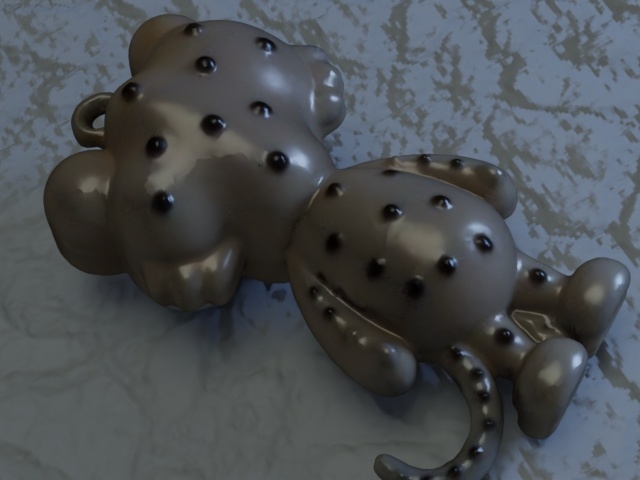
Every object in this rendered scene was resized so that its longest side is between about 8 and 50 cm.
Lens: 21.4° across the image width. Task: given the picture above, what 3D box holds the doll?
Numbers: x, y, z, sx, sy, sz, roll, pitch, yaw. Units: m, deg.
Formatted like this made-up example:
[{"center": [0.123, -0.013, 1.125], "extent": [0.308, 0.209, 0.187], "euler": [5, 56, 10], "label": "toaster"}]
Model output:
[{"center": [0.002, -0.001, 0.790], "extent": [0.278, 0.119, 0.154], "euler": [34, 70, 18], "label": "doll"}]
